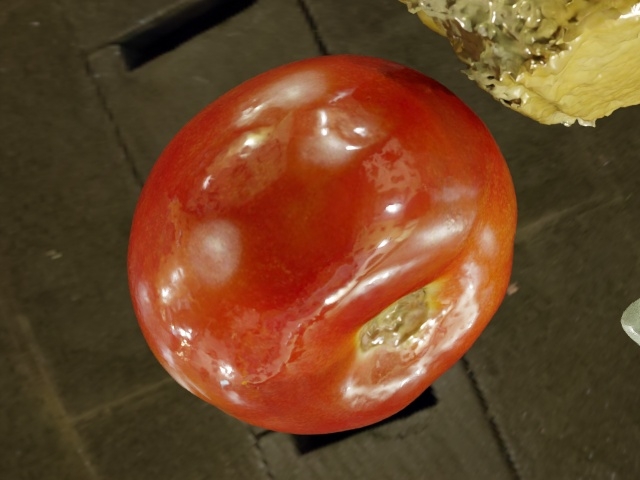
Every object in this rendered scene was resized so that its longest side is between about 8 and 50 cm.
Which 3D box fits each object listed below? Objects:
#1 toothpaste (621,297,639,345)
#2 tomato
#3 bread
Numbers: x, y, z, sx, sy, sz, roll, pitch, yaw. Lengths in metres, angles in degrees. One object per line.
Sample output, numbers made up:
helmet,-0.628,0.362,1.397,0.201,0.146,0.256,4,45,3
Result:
toothpaste,0.239,0.102,0.732,0.216,0.062,0.037,41,128,-14
tomato,0.000,0.000,0.646,0.195,0.195,0.136,-52,55,18
bread,0.133,-0.130,0.649,0.174,0.245,0.121,-27,83,19
